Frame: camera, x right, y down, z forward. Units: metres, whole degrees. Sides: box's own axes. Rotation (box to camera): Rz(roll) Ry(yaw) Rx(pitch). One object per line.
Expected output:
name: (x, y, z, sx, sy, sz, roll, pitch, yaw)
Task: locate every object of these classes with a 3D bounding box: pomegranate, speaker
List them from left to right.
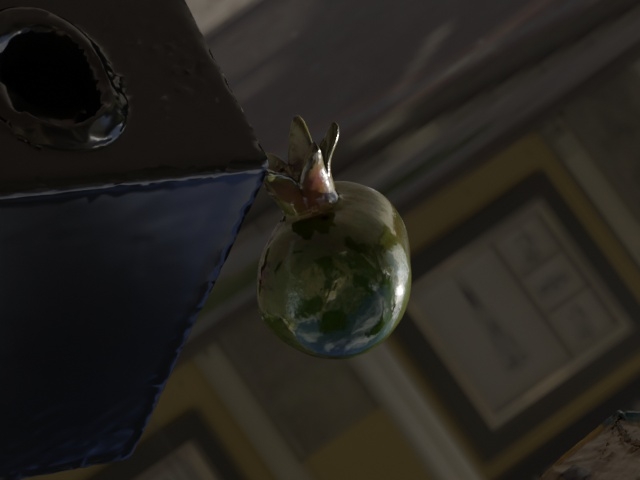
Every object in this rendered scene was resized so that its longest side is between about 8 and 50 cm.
speaker: (-0.178, -0.045, 0.832, 0.184, 0.254, 0.232, -7, 143, -31)
pomegranate: (0.000, 0.000, 1.466, 0.131, 0.191, 0.152, -17, -150, 13)

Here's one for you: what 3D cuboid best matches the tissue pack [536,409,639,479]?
tissue pack: (0.251, 0.237, 1.051, 0.134, 0.271, 0.192, -42, -169, -17)
